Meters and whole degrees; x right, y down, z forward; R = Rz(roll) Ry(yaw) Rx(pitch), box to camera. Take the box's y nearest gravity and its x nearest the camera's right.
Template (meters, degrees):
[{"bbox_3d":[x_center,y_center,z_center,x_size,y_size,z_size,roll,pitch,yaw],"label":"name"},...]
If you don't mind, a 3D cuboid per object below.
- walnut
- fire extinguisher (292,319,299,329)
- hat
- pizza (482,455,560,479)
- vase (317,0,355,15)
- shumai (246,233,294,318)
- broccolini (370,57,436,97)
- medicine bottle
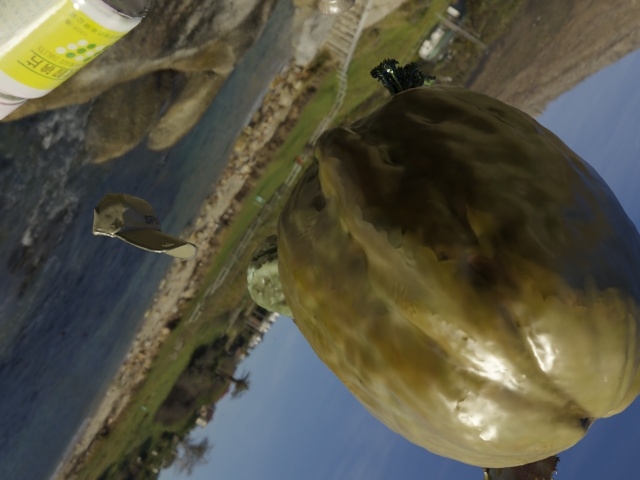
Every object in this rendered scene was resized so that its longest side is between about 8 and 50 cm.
[{"bbox_3d":[0.096,0.025,0.488,0.227,0.283,0.283,-41,-173,5],"label":"walnut"},{"bbox_3d":[-0.011,0.179,1.652,0.104,0.269,0.105,-32,155,-17],"label":"fire extinguisher"},{"bbox_3d":[-0.291,-0.024,1.222,0.147,0.175,0.085,30,76,-71],"label":"hat"},{"bbox_3d":[0.323,0.334,1.155,0.069,0.147,0.226,-33,-156,48],"label":"pizza"},{"bbox_3d":[0.004,-0.284,0.729,0.053,0.053,0.101,-61,152,-19],"label":"vase"},{"bbox_3d":[0.000,0.000,1.132,0.225,0.260,0.222,-62,144,-55],"label":"shumai"},{"bbox_3d":[0.124,-0.267,1.394,0.271,0.123,0.062,-57,170,-27],"label":"broccolini"},{"bbox_3d":[-0.510,-0.383,1.245,0.378,0.214,0.213,-27,-161,24],"label":"medicine bottle"}]
